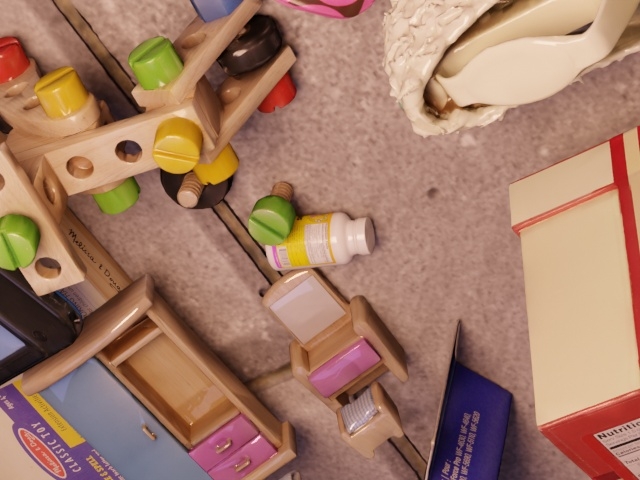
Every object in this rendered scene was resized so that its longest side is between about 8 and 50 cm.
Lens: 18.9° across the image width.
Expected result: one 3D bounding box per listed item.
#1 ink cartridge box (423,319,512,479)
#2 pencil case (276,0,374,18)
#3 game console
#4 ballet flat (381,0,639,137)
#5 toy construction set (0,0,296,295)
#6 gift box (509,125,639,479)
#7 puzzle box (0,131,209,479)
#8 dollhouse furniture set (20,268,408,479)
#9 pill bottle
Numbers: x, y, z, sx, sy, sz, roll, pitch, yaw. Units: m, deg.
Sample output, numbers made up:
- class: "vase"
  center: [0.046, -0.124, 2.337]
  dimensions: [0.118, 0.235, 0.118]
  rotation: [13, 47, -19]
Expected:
- class: "ink cartridge box"
  center: [0.106, 0.245, 1.621]
  dimensions: [0.065, 0.165, 0.333]
  rotation: [12, 128, 5]
- class: "pencil case"
  center: [0.034, -0.252, 1.335]
  dimensions: [0.098, 0.095, 0.209]
  rotation: [15, 131, -17]
- class: "game console"
  center: [-0.373, 0.084, 1.503]
  dimensions: [0.250, 0.173, 0.293]
  rotation: [40, 145, -16]
- class: "ballet flat"
  center: [0.220, -0.173, 1.317]
  dimensions: [0.409, 0.147, 0.147]
  rotation: [-26, 115, 27]
- class: "toy construction set"
  center: [-0.156, -0.104, 1.390]
  dimensions: [0.257, 0.237, 0.309]
  rotation: [8, 126, 8]
- class: "gift box"
  center: [0.294, 0.058, 1.395]
  dimensions: [0.255, 0.258, 0.276]
  rotation: [-20, 137, 23]
- class: "puzzle box"
  center: [-0.284, 0.083, 1.670]
  dimensions: [0.272, 0.052, 0.409]
  rotation: [-26, 115, 27]
- class: "dollhouse furniture set"
  center: [-0.089, 0.172, 1.485]
  dimensions: [0.286, 0.303, 0.198]
  rotation: [-36, 113, 14]
- class: "pill bottle"
  center: [0.000, 0.000, 1.547]
  dimensions: [0.083, 0.043, 0.043]
  rotation: [-5, 123, 17]
